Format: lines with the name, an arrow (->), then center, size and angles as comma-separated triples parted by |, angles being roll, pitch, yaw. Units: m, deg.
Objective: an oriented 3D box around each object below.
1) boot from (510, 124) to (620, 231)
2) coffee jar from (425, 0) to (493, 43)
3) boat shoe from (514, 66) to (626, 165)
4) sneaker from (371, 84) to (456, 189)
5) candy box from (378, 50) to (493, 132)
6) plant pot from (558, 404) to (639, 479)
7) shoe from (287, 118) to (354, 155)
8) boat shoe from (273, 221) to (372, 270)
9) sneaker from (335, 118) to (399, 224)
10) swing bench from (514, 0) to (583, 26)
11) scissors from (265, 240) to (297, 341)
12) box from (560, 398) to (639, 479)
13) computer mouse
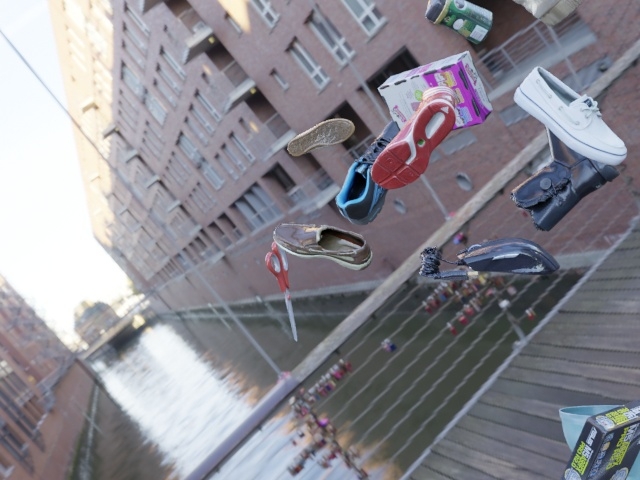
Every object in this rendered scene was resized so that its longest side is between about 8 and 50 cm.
boot -> 0.498, -0.166, 1.373 | 0.207, 0.246, 0.094 | -42, -32, 28
coffee jar -> 0.386, -0.632, 1.752 | 0.079, 0.184, 0.096 | 128, 162, -56
boat shoe -> 0.449, -0.222, 1.103 | 0.083, 0.226, 0.075 | -38, -20, -41
sneaker -> 0.184, -0.196, 1.169 | 0.221, 0.087, 0.128 | -44, 13, 41
candy box -> 0.274, -0.341, 1.503 | 0.233, 0.159, 0.071 | -6, 33, 45
plant pot -> 0.862, 0.596, 1.825 | 0.293, 0.196, 0.293 | -2, -10, 0
shoe -> 0.004, -0.314, 1.869 | 0.219, 0.076, 0.058 | -15, 13, 24
boat shoe -> 0.003, -0.007, 1.525 | 0.095, 0.258, 0.095 | 76, -150, -58
sneaker -> 0.162, -0.201, 1.682 | 0.340, 0.125, 0.140 | -61, -29, 1
swing bench -> 0.232, -0.412, 0.655 | 0.254, 0.253, 0.165 | -57, 3, 7
scissors -> -0.096, 0.146, 1.837 | 0.021, 0.297, 0.109 | -11, 21, 23
box -> 0.731, 0.552, 1.604 | 0.216, 0.270, 0.060 | -4, 28, -30
computer mouse -> 0.308, 0.030, 1.151 | 0.262, 0.060, 0.184 | 3, 12, 16
